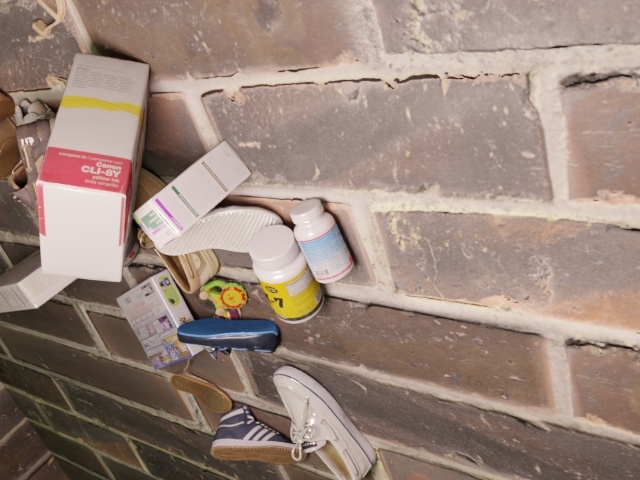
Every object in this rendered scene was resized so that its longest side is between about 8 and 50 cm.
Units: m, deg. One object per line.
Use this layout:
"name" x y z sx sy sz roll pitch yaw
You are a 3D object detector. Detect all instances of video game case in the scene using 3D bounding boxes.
"video game case" -0.454 0.231 2.024 0.270 0.061 0.244 -26 91 50

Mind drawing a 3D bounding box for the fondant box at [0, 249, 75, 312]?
"fondant box" -0.862 0.110 2.167 0.330 0.238 0.096 -9 117 45

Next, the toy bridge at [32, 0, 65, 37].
"toy bridge" -0.582 -0.504 1.536 0.063 0.026 0.188 42 142 0

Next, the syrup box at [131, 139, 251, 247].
"syrup box" -0.260 -0.096 1.453 0.096 0.237 0.093 52 142 -10

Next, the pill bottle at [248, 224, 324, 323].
"pill bottle" -0.074 0.071 1.508 0.119 0.119 0.208 15 144 32

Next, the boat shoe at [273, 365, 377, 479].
"boat shoe" -0.018 0.500 1.845 0.367 0.156 0.136 51 141 -10

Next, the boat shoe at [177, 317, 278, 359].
"boat shoe" -0.235 0.255 1.789 0.259 0.109 0.088 3 115 12

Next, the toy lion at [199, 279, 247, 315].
"toy lion" -0.237 0.136 1.775 0.096 0.034 0.100 -34 116 16

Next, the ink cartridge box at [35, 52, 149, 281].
"ink cartridge box" -0.452 -0.153 1.450 0.161 0.384 0.279 7 140 -12

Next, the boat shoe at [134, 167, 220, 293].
"boat shoe" -0.381 -0.026 1.724 0.122 0.110 0.341 -23 108 49

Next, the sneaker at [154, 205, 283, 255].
"sneaker" -0.216 -0.047 1.579 0.282 0.161 0.102 -2 113 5

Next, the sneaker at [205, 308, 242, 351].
"sneaker" -0.261 0.228 1.870 0.070 0.084 0.185 32 140 15

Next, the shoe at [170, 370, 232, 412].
"shoe" -0.359 0.460 2.198 0.219 0.058 0.076 24 106 18

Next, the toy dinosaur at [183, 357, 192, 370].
"toy dinosaur" -0.393 0.312 2.104 0.093 0.053 0.183 19 129 50

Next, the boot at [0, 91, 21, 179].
"boot" -0.934 -0.319 1.944 0.220 0.109 0.283 29 137 17

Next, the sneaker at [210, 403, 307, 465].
"sneaker" -0.175 0.575 2.115 0.283 0.153 0.099 4 131 1

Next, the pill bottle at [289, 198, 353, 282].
"pill bottle" 0.000 0.000 1.432 0.087 0.087 0.160 -1 123 42

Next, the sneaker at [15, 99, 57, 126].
"sneaker" -0.677 -0.280 1.771 0.263 0.099 0.121 16 129 29

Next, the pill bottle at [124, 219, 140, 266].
"pill bottle" -0.536 -0.007 1.768 0.162 0.162 0.278 42 170 2

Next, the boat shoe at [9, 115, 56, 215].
"boat shoe" -0.662 -0.145 1.677 0.132 0.130 0.355 -113 31 -42
